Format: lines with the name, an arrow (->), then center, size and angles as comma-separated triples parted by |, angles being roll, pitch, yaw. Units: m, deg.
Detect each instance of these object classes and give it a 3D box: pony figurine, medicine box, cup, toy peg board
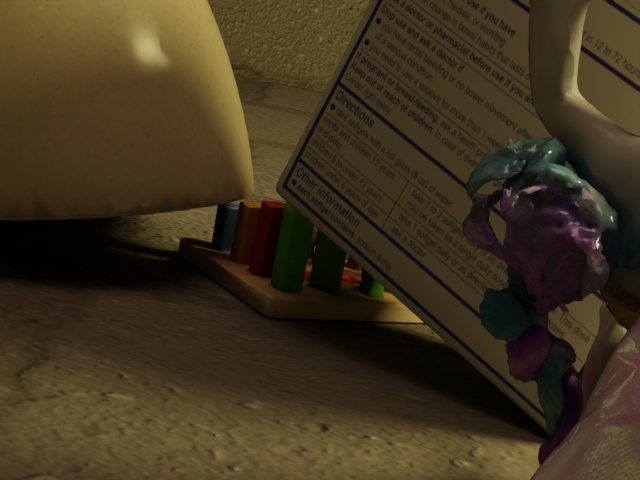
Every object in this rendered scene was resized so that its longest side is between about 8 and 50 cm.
pony figurine -> 0.188, 0.021, 0.546 | 0.303, 0.363, 0.351 | -9, 26, -17
medicine box -> 0.157, -0.074, 0.855 | 0.263, 0.289, 0.149 | 42, 28, 27
cup -> -0.215, -0.153, 1.042 | 0.331, 0.237, 0.331 | 1, 9, 0
toy peg board -> 0.000, 0.000, 1.045 | 0.161, 0.079, 0.160 | 5, 14, -31
